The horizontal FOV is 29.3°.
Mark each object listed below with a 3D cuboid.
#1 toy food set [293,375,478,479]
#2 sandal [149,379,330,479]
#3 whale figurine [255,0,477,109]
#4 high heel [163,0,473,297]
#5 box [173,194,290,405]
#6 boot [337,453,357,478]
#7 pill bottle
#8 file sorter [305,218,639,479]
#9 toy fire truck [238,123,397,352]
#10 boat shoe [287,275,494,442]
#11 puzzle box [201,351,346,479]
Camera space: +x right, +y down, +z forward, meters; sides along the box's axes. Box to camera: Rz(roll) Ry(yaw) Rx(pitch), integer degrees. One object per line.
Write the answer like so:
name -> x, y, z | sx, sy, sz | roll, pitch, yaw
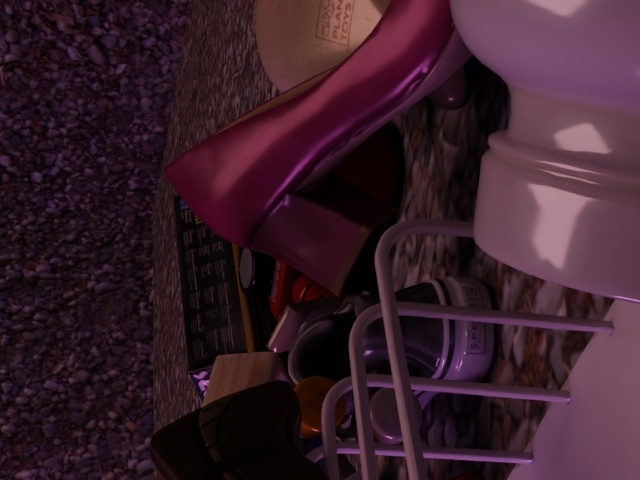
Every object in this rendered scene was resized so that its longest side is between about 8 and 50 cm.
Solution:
toy food set -> 0.050, 0.201, 0.873 | 0.232, 0.111, 0.104 | 59, 159, 9
sandal -> -0.035, 0.132, 0.647 | 0.219, 0.090, 0.060 | -145, 39, -69
whale figurine -> 0.059, -0.188, 1.038 | 0.272, 0.141, 0.216 | 26, 113, 50
high heel -> 0.015, -0.148, 0.881 | 0.377, 0.181, 0.127 | -63, -13, 20
box -> -0.085, 0.125, 1.379 | 0.322, 0.079, 0.257 | -104, -3, -54
boot -> 0.021, 0.220, 1.072 | 0.042, 0.118, 0.087 | -42, 46, 3
pill bottle -> 0.147, -0.150, 0.430 | 0.188, 0.188, 0.333 | -133, 49, -73
file sorter -> 0.087, 0.147, 0.631 | 0.277, 0.173, 0.192 | 107, 163, -45
toy fire truck -> 0.000, 0.000, 1.143 | 0.246, 0.159, 0.217 | -130, 46, -60
boat shoe -> 0.031, 0.095, 1.007 | 0.335, 0.119, 0.121 | 124, 148, -65
puzzle box -> -0.043, 0.316, 0.831 | 0.409, 0.052, 0.272 | -77, -27, -43
